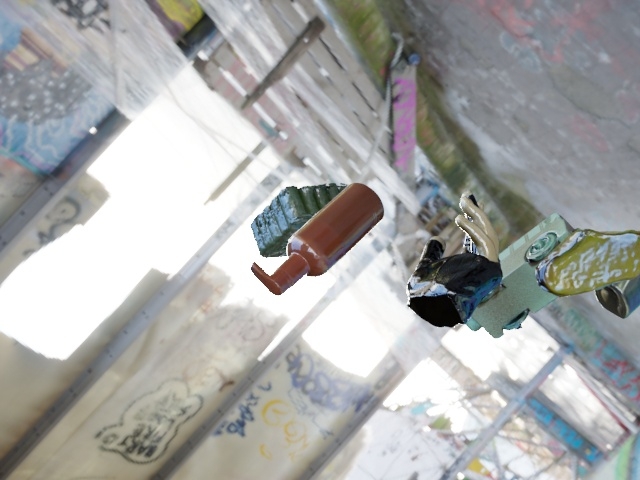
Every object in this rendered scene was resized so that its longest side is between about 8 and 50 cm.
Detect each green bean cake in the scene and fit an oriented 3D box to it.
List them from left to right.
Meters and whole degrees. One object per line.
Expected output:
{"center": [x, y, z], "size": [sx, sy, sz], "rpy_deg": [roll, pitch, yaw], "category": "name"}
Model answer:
{"center": [-0.040, -0.057, 1.862], "size": [0.241, 0.255, 0.132], "rpy_deg": [-5, -113, -38], "category": "green bean cake"}

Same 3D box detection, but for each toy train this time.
{"center": [0.445, 0.080, 1.474], "size": [0.129, 0.326, 0.159], "rpy_deg": [43, -154, -9], "category": "toy train"}

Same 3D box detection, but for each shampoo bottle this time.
{"center": [0.002, 0.001, 1.062], "size": [0.085, 0.244, 0.085], "rpy_deg": [30, 142, 27], "category": "shampoo bottle"}
{"center": [0.715, 0.012, 1.392], "size": [0.084, 0.350, 0.125], "rpy_deg": [39, 162, 47], "category": "shampoo bottle"}

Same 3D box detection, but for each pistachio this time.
{"center": [0.391, 0.025, 0.960], "size": [0.049, 0.173, 0.089], "rpy_deg": [6, -113, -57], "category": "pistachio"}

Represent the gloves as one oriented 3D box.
{"center": [0.271, 0.035, 1.337], "size": [0.152, 0.300, 0.197], "rpy_deg": [34, 152, -29], "category": "gloves"}
